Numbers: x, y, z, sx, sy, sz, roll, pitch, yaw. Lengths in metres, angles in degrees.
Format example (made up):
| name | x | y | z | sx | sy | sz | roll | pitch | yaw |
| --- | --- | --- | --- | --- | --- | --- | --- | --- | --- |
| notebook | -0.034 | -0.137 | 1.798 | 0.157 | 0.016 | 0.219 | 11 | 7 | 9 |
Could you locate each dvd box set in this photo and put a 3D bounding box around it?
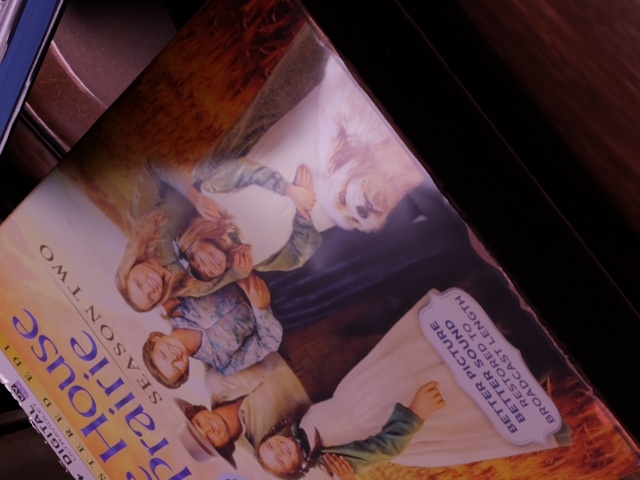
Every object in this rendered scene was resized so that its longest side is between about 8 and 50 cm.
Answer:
| name | x | y | z | sx | sy | sz | roll | pitch | yaw |
| --- | --- | --- | --- | --- | --- | --- | --- | --- | --- |
| dvd box set | -0.033 | 0.055 | 0.911 | 0.308 | 0.062 | 0.420 | 53 | 138 | 0 |

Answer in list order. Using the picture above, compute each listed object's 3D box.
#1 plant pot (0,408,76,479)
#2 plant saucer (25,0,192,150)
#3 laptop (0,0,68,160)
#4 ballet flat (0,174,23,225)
| name | x | y | z | sx | sy | sz | roll | pitch | yaw |
| --- | --- | --- | --- | --- | --- | --- | --- | --- | --- |
| plant pot | -0.194 | 0.306 | 1.230 | 0.333 | 0.334 | 0.305 | 20 | 123 | 37 |
| plant saucer | -0.135 | -0.128 | 0.988 | 0.198 | 0.036 | 0.199 | 28 | 139 | 28 |
| laptop | -0.222 | -0.196 | 0.807 | 0.408 | 0.236 | 0.382 | 45 | 134 | 10 |
| ballet flat | -0.211 | 0.026 | 1.157 | 0.280 | 0.096 | 0.095 | 30 | 138 | 27 |
